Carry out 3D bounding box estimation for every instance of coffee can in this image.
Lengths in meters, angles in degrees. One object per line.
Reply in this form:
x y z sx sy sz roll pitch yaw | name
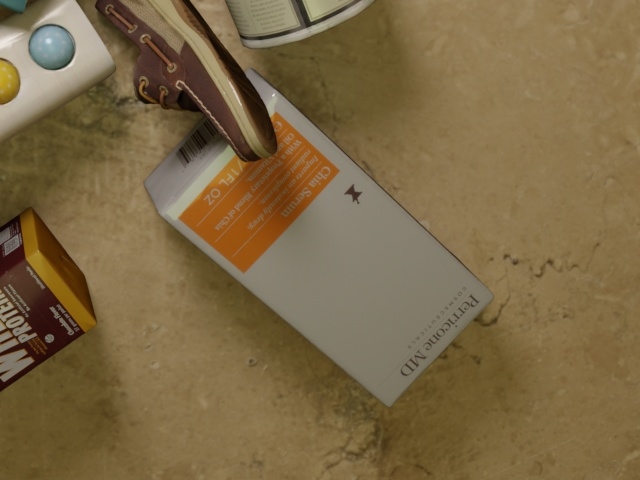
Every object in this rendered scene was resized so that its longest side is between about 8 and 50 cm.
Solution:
-0.060 -0.408 1.684 0.201 0.201 0.275 -25 114 -6 | coffee can

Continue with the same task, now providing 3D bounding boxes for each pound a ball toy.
-0.443 -0.212 1.654 0.319 0.136 0.208 -34 97 -13 | pound a ball toy

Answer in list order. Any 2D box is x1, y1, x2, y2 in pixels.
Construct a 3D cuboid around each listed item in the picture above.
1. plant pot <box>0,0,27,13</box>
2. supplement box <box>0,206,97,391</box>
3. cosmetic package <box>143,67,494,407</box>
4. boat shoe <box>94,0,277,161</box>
-0.440 -0.407 1.587 0.234 0.166 0.165 17 115 -17 | plant pot
-0.418 0.085 1.757 0.194 0.191 0.129 -35 114 -1 | supplement box
0.000 0.000 1.865 0.453 0.161 0.230 41 94 -24 | cosmetic package
-0.178 -0.211 1.683 0.123 0.342 0.123 -39 158 8 | boat shoe
